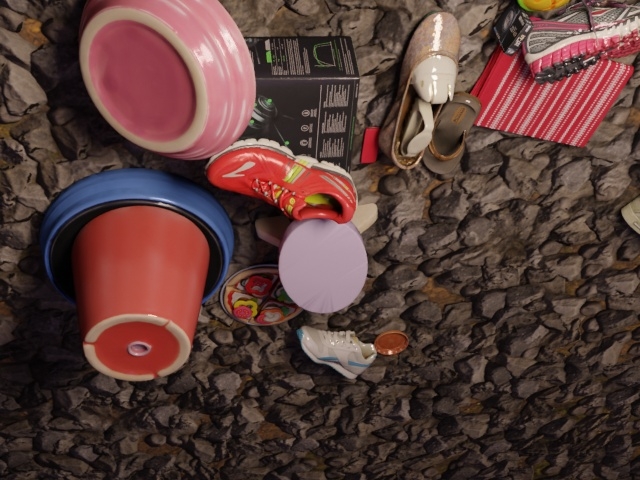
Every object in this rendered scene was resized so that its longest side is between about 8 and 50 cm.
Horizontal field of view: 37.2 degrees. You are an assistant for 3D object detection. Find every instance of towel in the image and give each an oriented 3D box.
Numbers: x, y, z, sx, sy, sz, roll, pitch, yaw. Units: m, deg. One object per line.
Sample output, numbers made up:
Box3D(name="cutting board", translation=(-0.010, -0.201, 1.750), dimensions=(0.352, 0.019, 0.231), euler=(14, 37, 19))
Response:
Box3D(name="towel", translation=(0.422, -0.278, 1.785), dimensions=(0.274, 0.031, 0.199), euler=(10, 133, -18))

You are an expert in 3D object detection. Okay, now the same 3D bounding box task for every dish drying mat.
Box3D(name="dish drying mat", translation=(0.098, -0.185, 1.844), dimensions=(0.032, 0.008, 0.083), euler=(-2, 134, -10))

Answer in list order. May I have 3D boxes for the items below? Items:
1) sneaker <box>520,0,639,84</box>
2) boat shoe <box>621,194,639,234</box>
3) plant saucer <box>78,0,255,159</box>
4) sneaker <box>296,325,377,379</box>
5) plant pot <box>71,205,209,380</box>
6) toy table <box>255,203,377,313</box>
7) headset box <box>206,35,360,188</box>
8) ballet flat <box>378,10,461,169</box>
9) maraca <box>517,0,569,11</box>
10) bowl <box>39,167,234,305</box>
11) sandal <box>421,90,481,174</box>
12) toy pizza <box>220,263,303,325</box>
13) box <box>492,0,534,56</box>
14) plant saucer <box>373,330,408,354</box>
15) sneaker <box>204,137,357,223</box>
Box3D(name="sneaker", translation=(0.492, -0.377, 1.648), dimensions=(0.299, 0.112, 0.121), euler=(-19, 166, -6))
Box3D(name="boat shoe", translation=(0.767, -0.012, 2.065), dimensions=(0.302, 0.109, 0.094), euler=(39, 134, -26))
Box3D(name="plant saucer", translation=(-0.265, -0.270, 1.536), dimensions=(0.332, 0.084, 0.332), euler=(17, 130, 22))
Box3D(name="sneaker", translation=(0.034, 0.242, 2.212), dimensions=(0.092, 0.087, 0.228), euler=(-42, 134, 20))
Box3D(name="plant pot", translation=(-0.343, 0.114, 1.801), dimensions=(0.274, 0.243, 0.275), euler=(-5, 136, -4))
Box3D(name="toy table", translation=(0.000, 0.000, 1.906), dimensions=(0.252, 0.161, 0.274), euler=(0, 135, -9))
Box3D(name="headset box", translation=(-0.085, -0.225, 1.691), dimensions=(0.283, 0.131, 0.246), euler=(-3, 135, -6))
Box3D(name="ballet flat", translation=(0.191, -0.256, 1.718), dimensions=(0.107, 0.106, 0.316), euler=(-1, 135, -17))
Box3D(name="maraca", translation=(0.396, -0.444, 1.575), dimensions=(0.185, 0.099, 0.127), euler=(-22, 142, -24))
Box3D(name="bowl", translation=(-0.371, 0.024, 1.933), dimensions=(0.391, 0.077, 0.391), euler=(-4, 135, -4))
Box3D(name="sandal", translation=(0.244, -0.191, 1.798), dimensions=(0.090, 0.060, 0.219), euler=(19, 146, -5))
Box3D(name="toy pizza", translation=(-0.121, 0.128, 2.104), dimensions=(0.201, 0.032, 0.201), euler=(-4, 135, -4))
Box3D(name="box", translation=(0.332, -0.368, 1.644), dimensions=(0.018, 0.083, 0.067), euler=(16, 131, -24))
Box3D(name="plant saucer", translation=(0.168, 0.242, 2.273), dimensions=(0.083, 0.013, 0.083), euler=(-5, 135, -5))
Box3D(name="sneaker", translation=(-0.061, -0.093, 1.648), dimensions=(0.279, 0.118, 0.107), euler=(10, 133, -18))
